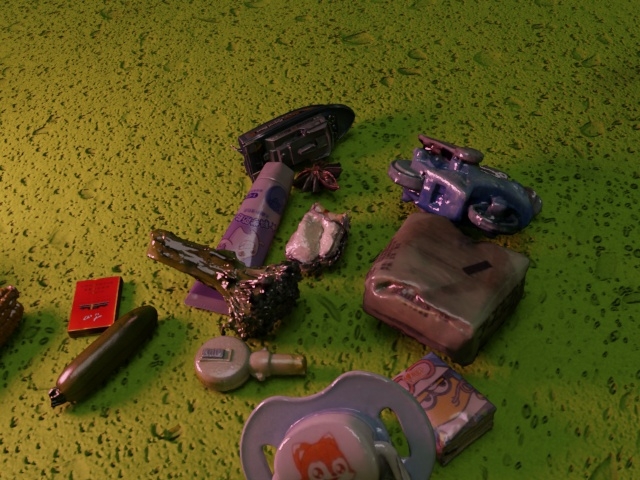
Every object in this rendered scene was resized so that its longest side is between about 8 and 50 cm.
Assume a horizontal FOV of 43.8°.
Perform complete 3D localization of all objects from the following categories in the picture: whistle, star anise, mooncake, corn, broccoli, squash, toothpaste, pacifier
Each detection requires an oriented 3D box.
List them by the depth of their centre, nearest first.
[{"bbox_3d":[0.038,0.311,1.208,0.300,0.244,0.233,-20,9,18],"label":"pacifier"},{"bbox_3d":[-0.123,0.213,1.391,0.199,0.057,0.104,0,45,8],"label":"whistle"},{"bbox_3d":[-0.383,0.202,1.426,0.069,0.069,0.258,23,51,27],"label":"squash"},{"bbox_3d":[0.216,0.085,1.427,0.250,0.136,0.254,25,47,26],"label":"mooncake"},{"bbox_3d":[-0.651,0.205,1.435,0.097,0.097,0.319,16,50,22],"label":"corn"},{"bbox_3d":[-0.186,0.060,1.464,0.304,0.145,0.165,24,53,13],"label":"broccoli"},{"bbox_3d":[-0.145,-0.003,1.618,0.125,0.080,0.371,13,56,15],"label":"toothpaste"},{"bbox_3d":[0.003,-0.131,1.726,0.124,0.056,0.129,-36,36,-24],"label":"star anise"}]

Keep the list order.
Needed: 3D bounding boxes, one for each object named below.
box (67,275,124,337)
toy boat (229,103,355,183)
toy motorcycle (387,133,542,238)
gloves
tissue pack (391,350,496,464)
[{"bbox_3d":[-0.433,0.126,1.541,0.090,0.023,0.133,-7,44,2],"label":"box"},{"bbox_3d":[-0.044,-0.232,1.797,0.296,0.114,0.122,-26,41,-19],"label":"toy boat"},{"bbox_3d":[0.301,-0.113,1.586,0.241,0.182,0.319,-35,49,-26],"label":"toy motorcycle"},{"bbox_3d":[-0.001,0.002,1.586,0.114,0.070,0.153,21,56,15],"label":"gloves"},{"bbox_3d":[0.190,0.268,1.294,0.116,0.065,0.155,-29,49,-23],"label":"tissue pack"}]
